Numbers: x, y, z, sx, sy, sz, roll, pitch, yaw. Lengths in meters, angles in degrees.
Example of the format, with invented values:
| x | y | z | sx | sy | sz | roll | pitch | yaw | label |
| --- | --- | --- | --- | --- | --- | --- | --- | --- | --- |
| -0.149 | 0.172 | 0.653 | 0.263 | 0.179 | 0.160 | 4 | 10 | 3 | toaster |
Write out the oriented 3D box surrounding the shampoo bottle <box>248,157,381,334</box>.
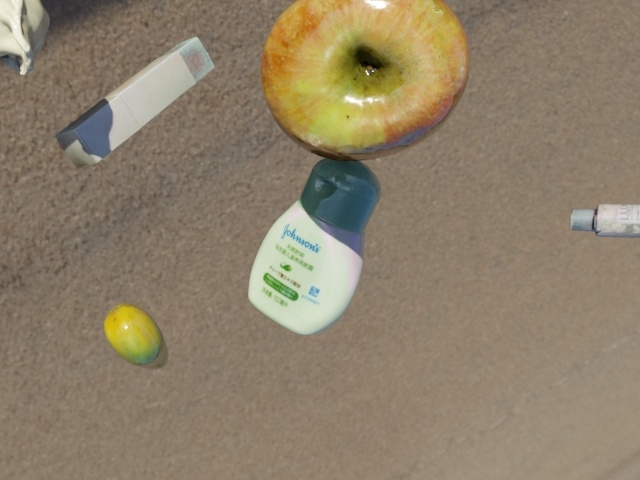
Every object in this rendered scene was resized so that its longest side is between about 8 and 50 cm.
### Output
| x | y | z | sx | sy | sz | roll | pitch | yaw | label |
| --- | --- | --- | --- | --- | --- | --- | --- | --- | --- |
| 0.000 | 0.000 | 1.598 | 0.151 | 0.222 | 0.350 | 5 | 113 | -57 | shampoo bottle |

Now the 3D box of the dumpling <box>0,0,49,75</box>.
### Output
| x | y | z | sx | sy | sz | roll | pitch | yaw | label |
| --- | --- | --- | --- | --- | --- | --- | --- | --- | --- |
| -0.488 | -0.336 | 1.237 | 0.132 | 0.250 | 0.162 | -37 | 147 | -16 | dumpling |

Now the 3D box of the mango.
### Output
| x | y | z | sx | sy | sz | roll | pitch | yaw | label |
| --- | --- | --- | --- | --- | --- | --- | --- | --- | --- |
| -0.433 | 0.235 | 1.963 | 0.114 | 0.156 | 0.251 | -45 | 158 | -7 | mango |

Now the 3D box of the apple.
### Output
| x | y | z | sx | sy | sz | roll | pitch | yaw | label |
| --- | --- | --- | --- | --- | --- | --- | --- | --- | --- |
| 0.067 | -0.262 | 1.217 | 0.309 | 0.250 | 0.277 | -1 | 107 | 11 | apple |

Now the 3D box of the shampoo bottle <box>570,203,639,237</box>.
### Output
| x | y | z | sx | sy | sz | roll | pitch | yaw | label |
| --- | --- | --- | --- | --- | --- | --- | --- | --- | --- |
| 0.597 | -0.037 | 1.575 | 0.214 | 0.072 | 0.072 | 2 | 141 | 22 | shampoo bottle |

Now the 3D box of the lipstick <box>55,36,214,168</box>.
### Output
| x | y | z | sx | sy | sz | roll | pitch | yaw | label |
| --- | --- | --- | --- | --- | --- | --- | --- | --- | --- |
| -0.349 | -0.273 | 1.574 | 0.371 | 0.076 | 0.080 | -51 | 122 | -39 | lipstick |
